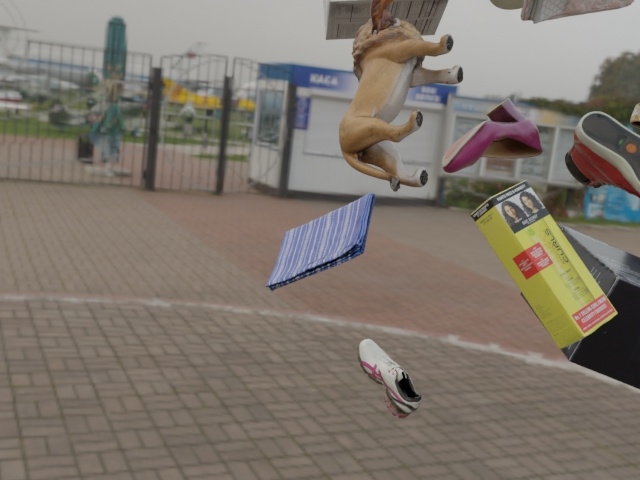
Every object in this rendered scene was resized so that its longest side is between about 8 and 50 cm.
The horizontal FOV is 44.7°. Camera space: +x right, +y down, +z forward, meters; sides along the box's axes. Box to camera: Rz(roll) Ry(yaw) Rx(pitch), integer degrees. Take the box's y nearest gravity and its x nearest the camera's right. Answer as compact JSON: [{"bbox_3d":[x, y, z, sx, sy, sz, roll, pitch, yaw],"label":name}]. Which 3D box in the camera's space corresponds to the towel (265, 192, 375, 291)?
[{"bbox_3d":[0.000,0.000,2.164,0.336,0.040,0.243,-23,33,32],"label":"towel"}]

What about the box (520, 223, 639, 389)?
[{"bbox_3d":[0.611,0.149,1.493,0.343,0.179,0.312,22,17,-8],"label":"box"}]

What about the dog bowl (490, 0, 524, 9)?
[{"bbox_3d":[0.515,-0.703,1.929,0.264,0.104,0.265,-19,-23,-8],"label":"dog bowl"}]

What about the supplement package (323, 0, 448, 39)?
[{"bbox_3d":[0.139,-0.589,1.762,0.262,0.199,0.198,-3,-10,-3],"label":"supplement package"}]

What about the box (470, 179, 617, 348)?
[{"bbox_3d":[0.319,0.033,1.118,0.087,0.232,0.058,-24,-13,-31],"label":"box"}]

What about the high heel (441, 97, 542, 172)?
[{"bbox_3d":[0.462,-0.230,2.034,0.377,0.181,0.127,-40,3,-35],"label":"high heel"}]

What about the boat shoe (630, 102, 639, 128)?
[{"bbox_3d":[0.800,-0.255,1.804,0.170,0.059,0.063,29,-13,18],"label":"boat shoe"}]

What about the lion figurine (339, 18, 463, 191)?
[{"bbox_3d":[0.114,-0.258,1.428,0.240,0.392,0.142,8,-30,35],"label":"lion figurine"}]

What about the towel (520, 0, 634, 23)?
[{"bbox_3d":[0.608,-0.651,1.707,0.316,0.332,0.053,-17,46,-19],"label":"towel"}]

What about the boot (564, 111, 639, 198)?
[{"bbox_3d":[0.563,-0.114,1.434,0.244,0.088,0.176,44,-12,20],"label":"boot"}]

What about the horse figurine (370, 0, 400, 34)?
[{"bbox_3d":[0.154,-0.480,1.269,0.174,0.263,0.066,-19,44,-33],"label":"horse figurine"}]

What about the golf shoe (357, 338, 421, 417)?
[{"bbox_3d":[0.151,0.280,1.652,0.067,0.086,0.186,-21,67,-40],"label":"golf shoe"}]
